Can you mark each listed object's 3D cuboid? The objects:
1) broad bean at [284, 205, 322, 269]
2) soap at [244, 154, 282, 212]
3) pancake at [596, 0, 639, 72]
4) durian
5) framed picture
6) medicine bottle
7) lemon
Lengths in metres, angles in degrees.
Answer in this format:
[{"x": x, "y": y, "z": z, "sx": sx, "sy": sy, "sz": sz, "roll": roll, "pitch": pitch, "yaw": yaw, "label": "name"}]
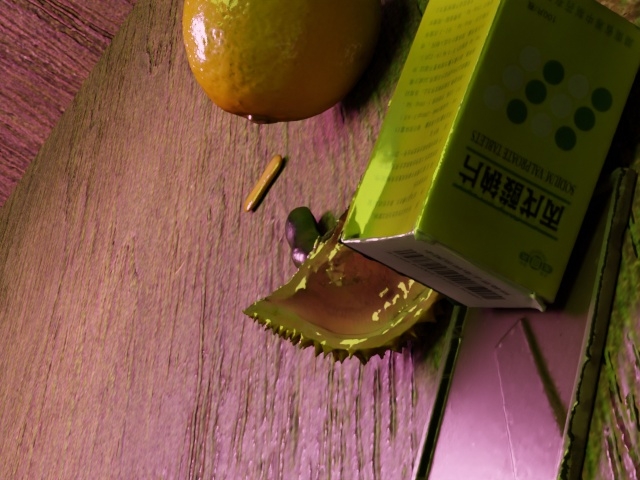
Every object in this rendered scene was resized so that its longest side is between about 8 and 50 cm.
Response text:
[{"x": -0.002, "y": 0.005, "z": 1.679, "sx": 0.069, "sy": 0.039, "sz": 0.227, "roll": -68, "pitch": 20, "yaw": 1, "label": "broad bean"}, {"x": -0.074, "y": -0.074, "z": 2.008, "sx": 0.089, "sy": 0.012, "sz": 0.034, "roll": -56, "pitch": 19, "yaw": 16, "label": "soap"}, {"x": 0.218, "y": -0.152, "z": 1.349, "sx": 0.212, "sy": 0.029, "sz": 0.235, "roll": -29, "pitch": 38, "yaw": 54, "label": "pancake"}, {"x": 0.044, "y": 0.031, "z": 1.391, "sx": 0.165, "sy": 0.132, "sz": 0.182, "roll": 2, "pitch": 54, "yaw": 57, "label": "durian"}, {"x": 0.150, "y": 0.097, "z": 1.199, "sx": 0.213, "sy": 0.016, "sz": 0.289, "roll": -33, "pitch": 34, "yaw": 53, "label": "framed picture"}, {"x": 0.138, "y": -0.080, "z": 1.226, "sx": 0.141, "sy": 0.137, "sz": 0.250, "roll": -6, "pitch": 60, "yaw": 63, "label": "medicine bottle"}, {"x": -0.050, "y": -0.247, "z": 1.865, "sx": 0.240, "sy": 0.240, "sz": 0.219, "roll": -148, "pitch": 67, "yaw": -71, "label": "lemon"}]
